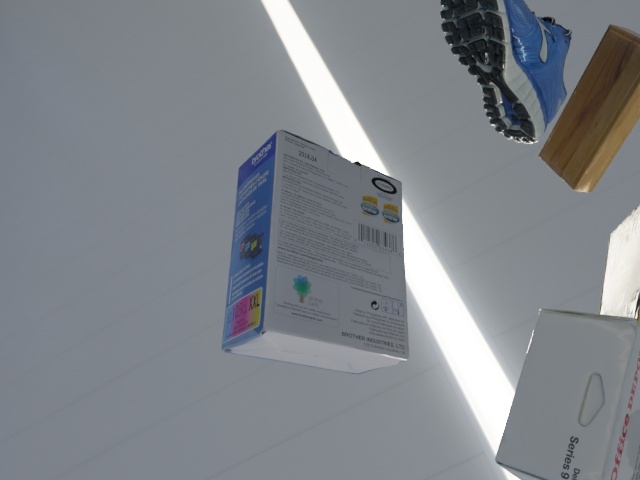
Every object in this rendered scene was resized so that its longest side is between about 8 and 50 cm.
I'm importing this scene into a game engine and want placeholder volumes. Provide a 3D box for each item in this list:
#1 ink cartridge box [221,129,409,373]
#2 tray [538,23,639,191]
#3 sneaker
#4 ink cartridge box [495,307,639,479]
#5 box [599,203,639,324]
[{"bbox_3d":[0.000,0.000,0.894,0.151,0.270,0.394,-28,-129,49],"label":"ink cartridge box"},{"bbox_3d":[0.782,-0.362,1.503,0.076,0.410,0.202,5,-143,-19],"label":"tray"},{"bbox_3d":[0.310,-0.323,0.868,0.147,0.330,0.130,-45,-145,-12],"label":"sneaker"},{"bbox_3d":[0.364,0.244,0.697,0.122,0.289,0.211,3,-120,46],"label":"ink cartridge box"},{"bbox_3d":[0.630,0.072,1.056,0.080,0.322,0.256,12,-101,18],"label":"box"}]
